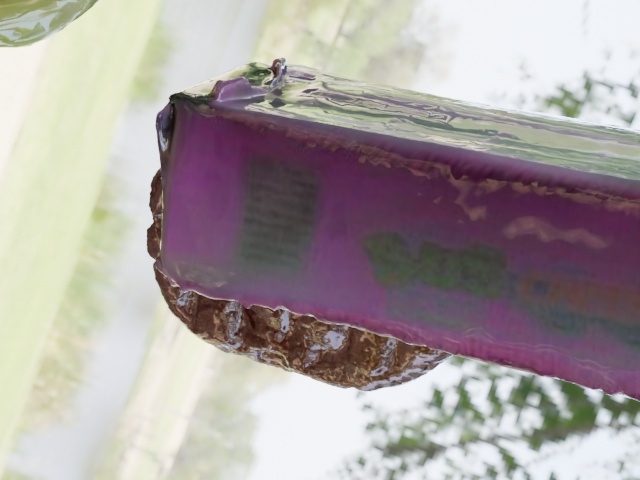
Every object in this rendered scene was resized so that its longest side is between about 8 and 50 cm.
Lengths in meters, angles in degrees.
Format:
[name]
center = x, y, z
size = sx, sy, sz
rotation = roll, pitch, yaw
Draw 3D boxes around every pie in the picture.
[pie]
center = 0.000, 0.000, 0.689
size = 0.038, 0.154, 0.153
rotation = -60, 175, -54

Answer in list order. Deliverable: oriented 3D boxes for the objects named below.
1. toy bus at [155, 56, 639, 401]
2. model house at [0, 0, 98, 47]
[toy bus]
center = 0.076, -0.001, 0.519
size = 0.112, 0.274, 0.090
rotation = -10, 110, -60
[model house]
center = 0.010, -0.178, 0.397
size = 0.321, 0.261, 0.266
rotation = -30, -146, 35
